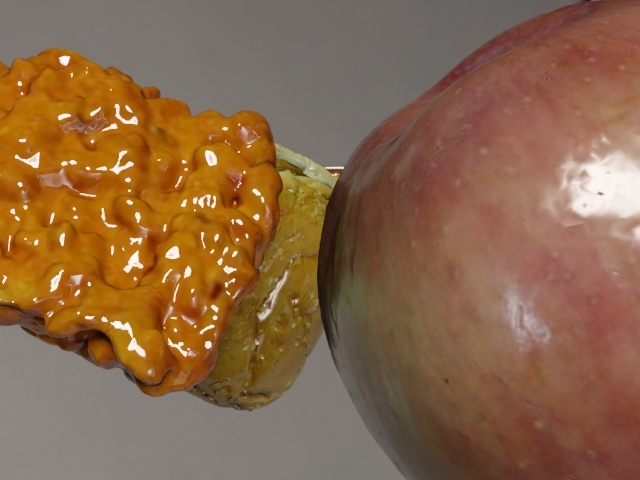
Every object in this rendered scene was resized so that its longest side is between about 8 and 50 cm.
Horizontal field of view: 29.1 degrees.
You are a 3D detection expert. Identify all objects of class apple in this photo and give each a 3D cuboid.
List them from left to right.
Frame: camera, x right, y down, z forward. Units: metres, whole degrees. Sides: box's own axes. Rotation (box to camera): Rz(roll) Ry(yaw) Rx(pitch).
[{"bbox_3d":[0.130,0.012,0.610,0.306,0.235,0.306,-34,8,6],"label":"apple"}]

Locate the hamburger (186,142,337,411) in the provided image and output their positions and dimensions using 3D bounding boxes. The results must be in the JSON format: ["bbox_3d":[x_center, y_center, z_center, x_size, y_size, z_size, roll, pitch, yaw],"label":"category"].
[{"bbox_3d":[-0.068,0.044,1.331,0.134,0.265,0.285,35,96,47],"label":"hamburger"}]

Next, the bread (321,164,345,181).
[{"bbox_3d":[0.006,0.004,1.615,0.252,0.174,0.133,0,-33,-1],"label":"bread"}]

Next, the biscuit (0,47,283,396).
[{"bbox_3d":[-0.195,-0.033,1.085,0.110,0.312,0.318,115,179,-53],"label":"biscuit"}]
